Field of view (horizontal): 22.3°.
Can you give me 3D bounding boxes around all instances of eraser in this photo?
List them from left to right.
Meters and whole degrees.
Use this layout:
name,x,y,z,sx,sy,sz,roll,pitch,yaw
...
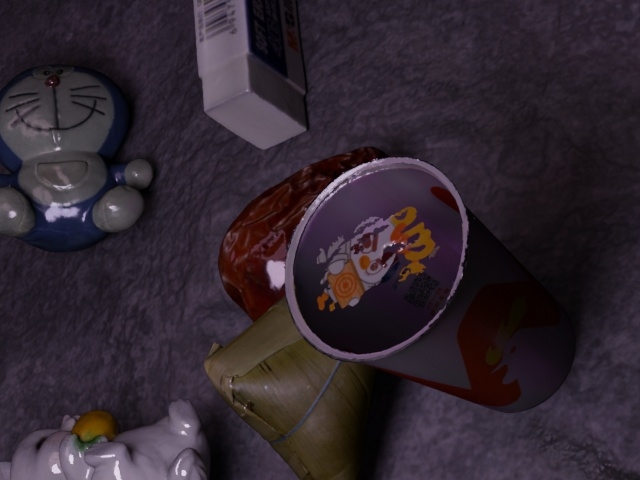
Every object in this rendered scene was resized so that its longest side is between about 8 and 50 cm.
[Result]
name,x,y,z,sx,sy,sz,roll,pitch,yaw
eraser,-0.090,-0.259,1.969,0.081,0.124,0.279,-22,57,27

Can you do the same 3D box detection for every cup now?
name,x,y,z,sx,sy,sz,roll,pitch,yaw
cup,0.125,0.063,1.558,0.203,0.288,0.203,-15,62,29

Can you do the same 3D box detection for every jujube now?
name,x,y,z,sx,sy,sz,roll,pitch,yaw
jujube,0.000,0.000,1.777,0.236,0.168,0.168,-42,48,-14

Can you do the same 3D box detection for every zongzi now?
name,x,y,z,sx,sy,sz,roll,pitch,yaw
zongzi,0.037,0.149,1.665,0.228,0.256,0.115,-42,16,-13

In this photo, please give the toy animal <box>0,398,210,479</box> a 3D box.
name,x,y,z,sx,sy,sz,roll,pitch,yaw
toy animal,-0.261,0.273,1.799,0.325,0.208,0.154,-21,98,15

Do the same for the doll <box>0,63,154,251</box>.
name,x,y,z,sx,sy,sz,roll,pitch,yaw
doll,-0.327,-0.110,2.059,0.228,0.154,0.258,-6,69,-3
